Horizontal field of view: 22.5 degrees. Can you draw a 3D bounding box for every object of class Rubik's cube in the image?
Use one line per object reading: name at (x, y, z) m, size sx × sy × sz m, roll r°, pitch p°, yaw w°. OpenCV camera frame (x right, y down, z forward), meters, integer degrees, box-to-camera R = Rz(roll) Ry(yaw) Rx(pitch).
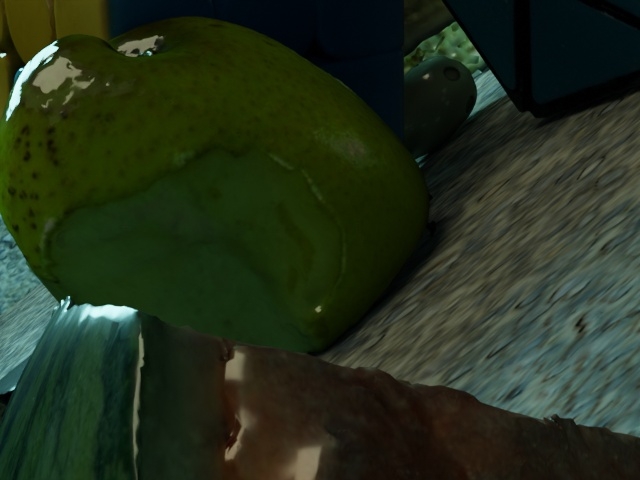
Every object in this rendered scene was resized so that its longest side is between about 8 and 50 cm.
Rubik's cube at (0.228, -0.277, 1.220) m, size 0.255 × 0.259 × 0.260 m, roll -44°, pitch 10°, yaw -26°
Rubik's cube at (-0.122, -0.214, 1.381) m, size 0.290 × 0.291 × 0.291 m, roll -17°, pitch 28°, yaw -31°

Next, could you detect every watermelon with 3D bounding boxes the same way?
watermelon at (-0.020, 0.103, 0.469) m, size 0.319 × 0.222 × 0.292 m, roll -45°, pitch 17°, yaw -33°

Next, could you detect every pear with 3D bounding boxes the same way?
pear at (-0.097, -0.036, 1.161) m, size 0.286 × 0.282 × 0.176 m, roll -34°, pitch 19°, yaw 10°

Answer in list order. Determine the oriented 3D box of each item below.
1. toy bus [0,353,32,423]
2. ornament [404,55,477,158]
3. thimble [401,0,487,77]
toy bus at (-0.291, 0.208, 1.135) m, size 0.093 × 0.092 × 0.409 m, roll -26°, pitch 15°, yaw 45°
ornament at (0.084, -0.108, 1.502) m, size 0.075 × 0.081 × 0.156 m, roll 24°, pitch 57°, yaw 36°
thimble at (0.079, -0.229, 1.617) m, size 0.271 × 0.150 × 0.271 m, roll -32°, pitch -11°, yaw -7°
